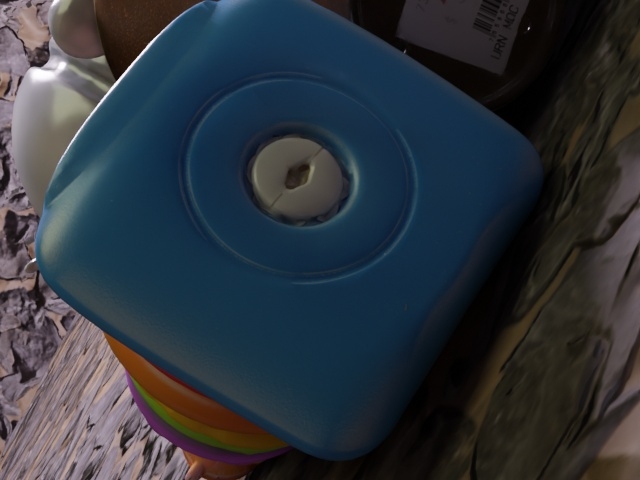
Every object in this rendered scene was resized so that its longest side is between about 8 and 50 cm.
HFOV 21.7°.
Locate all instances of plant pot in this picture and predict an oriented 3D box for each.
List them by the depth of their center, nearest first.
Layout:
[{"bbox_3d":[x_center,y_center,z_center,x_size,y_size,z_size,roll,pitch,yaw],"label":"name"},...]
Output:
[{"bbox_3d":[0.020,-0.123,0.833,0.215,0.215,0.230,-60,23,-4],"label":"plant pot"}]

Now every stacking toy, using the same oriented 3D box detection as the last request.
[{"bbox_3d":[-0.032,0.042,0.769,0.175,0.165,0.302,-55,-8,-27],"label":"stacking toy"}]

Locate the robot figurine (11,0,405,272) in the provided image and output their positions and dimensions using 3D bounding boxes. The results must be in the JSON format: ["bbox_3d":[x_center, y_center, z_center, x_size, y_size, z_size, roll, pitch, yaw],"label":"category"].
[{"bbox_3d":[-0.055,-0.110,1.039,0.199,0.300,0.353,31,85,35],"label":"robot figurine"}]
